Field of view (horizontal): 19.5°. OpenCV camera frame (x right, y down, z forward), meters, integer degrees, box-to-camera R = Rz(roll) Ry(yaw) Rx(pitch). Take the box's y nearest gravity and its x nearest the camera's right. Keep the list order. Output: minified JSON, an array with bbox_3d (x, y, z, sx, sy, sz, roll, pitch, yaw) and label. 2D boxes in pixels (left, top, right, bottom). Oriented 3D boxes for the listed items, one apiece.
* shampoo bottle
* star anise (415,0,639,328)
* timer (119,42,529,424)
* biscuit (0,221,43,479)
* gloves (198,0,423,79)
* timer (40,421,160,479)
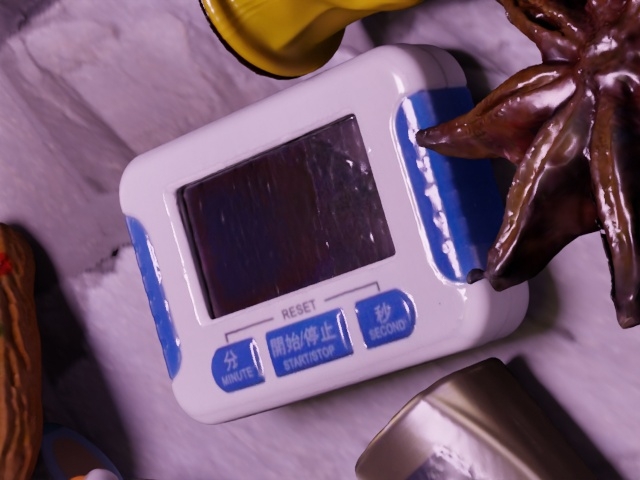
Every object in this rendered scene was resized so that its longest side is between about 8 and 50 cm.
[{"bbox_3d":[0.155,0.232,1.014,0.350,0.084,0.125,53,132,19],"label":"shampoo bottle"},{"bbox_3d":[0.168,-0.078,0.930,0.272,0.102,0.272,-21,59,40],"label":"star anise"},{"bbox_3d":[0.000,0.000,1.106,0.253,0.078,0.178,-19,83,41],"label":"timer"},{"bbox_3d":[-0.293,0.136,1.302,0.262,0.052,0.277,-37,41,28],"label":"biscuit"},{"bbox_3d":[0.070,-0.184,0.964,0.294,0.116,0.133,-21,79,41],"label":"gloves"},{"bbox_3d":[-0.150,0.201,1.228,0.255,0.175,0.175,47,126,23],"label":"timer"}]
